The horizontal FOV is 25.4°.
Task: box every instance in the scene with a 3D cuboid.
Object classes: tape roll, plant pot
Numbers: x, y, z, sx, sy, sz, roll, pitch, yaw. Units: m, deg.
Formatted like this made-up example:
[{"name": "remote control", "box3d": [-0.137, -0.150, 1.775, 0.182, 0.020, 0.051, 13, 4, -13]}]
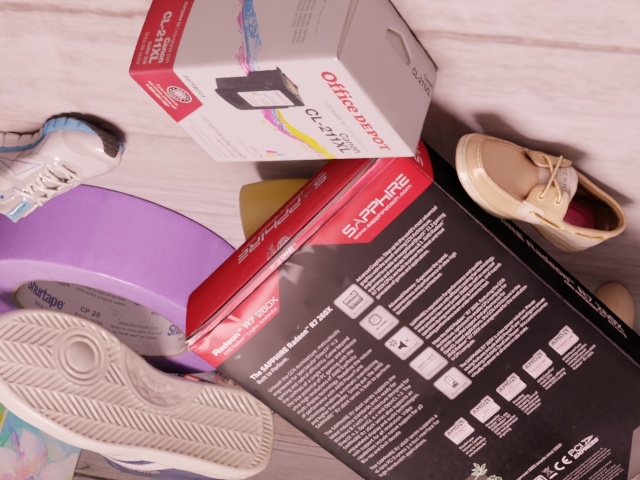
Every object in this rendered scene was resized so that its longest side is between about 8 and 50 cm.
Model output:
[{"name": "tape roll", "box3d": [-0.214, 0.045, 1.465, 0.274, 0.090, 0.275, 14, 157, 6]}, {"name": "plant pot", "box3d": [0.000, 0.000, 1.210, 0.095, 0.134, 0.134, -20, 147, 10]}]

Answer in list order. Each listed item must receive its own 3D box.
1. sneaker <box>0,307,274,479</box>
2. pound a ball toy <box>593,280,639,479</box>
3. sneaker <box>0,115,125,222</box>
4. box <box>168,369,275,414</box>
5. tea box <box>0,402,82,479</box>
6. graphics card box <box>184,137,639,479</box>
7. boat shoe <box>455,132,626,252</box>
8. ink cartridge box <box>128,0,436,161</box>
[{"name": "sneaker", "box3d": [-0.224, 0.181, 1.497, 0.350, 0.131, 0.148, 28, 149, -28]}, {"name": "pound a ball toy", "box3d": [0.194, 0.124, 1.384, 0.319, 0.136, 0.208, -4, 125, 38]}, {"name": "sneaker", "box3d": [-0.250, -0.056, 1.271, 0.190, 0.083, 0.071, -9, 145, 42]}, {"name": "box", "box3d": [-0.121, 0.190, 1.812, 0.137, 0.027, 0.094, 22, 155, -14]}, {"name": "tea box", "box3d": [-0.473, 0.211, 1.703, 0.220, 0.324, 0.329, -9, 148, 43]}, {"name": "graphics card box", "box3d": [0.101, 0.094, 1.147, 0.371, 0.094, 0.233, 39, 108, -22]}, {"name": "boat shoe", "box3d": [0.171, -0.041, 1.077, 0.059, 0.063, 0.170, -14, 152, 43]}, {"name": "ink cartridge box", "box3d": [-0.025, -0.118, 1.002, 0.175, 0.072, 0.127, 0, 152, 32]}]
